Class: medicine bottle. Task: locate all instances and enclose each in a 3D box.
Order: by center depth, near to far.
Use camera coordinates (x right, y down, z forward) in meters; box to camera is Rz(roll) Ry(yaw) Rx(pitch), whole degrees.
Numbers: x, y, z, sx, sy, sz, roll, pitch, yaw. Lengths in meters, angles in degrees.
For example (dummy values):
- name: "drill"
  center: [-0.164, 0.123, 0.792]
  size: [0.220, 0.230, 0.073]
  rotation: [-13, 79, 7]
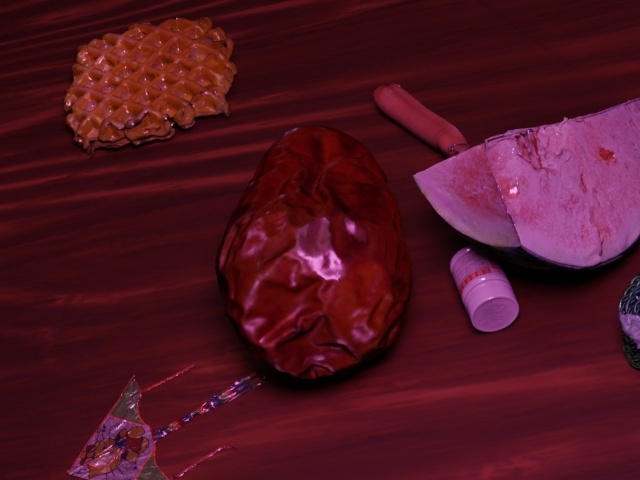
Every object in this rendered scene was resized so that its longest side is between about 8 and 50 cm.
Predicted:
- name: "medicine bottle"
  center: [0.180, 0.051, 1.713]
  size: [0.057, 0.057, 0.089]
  rotation: [-18, 44, 0]

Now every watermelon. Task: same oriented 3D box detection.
- name: "watermelon"
  center: [0.265, -0.073, 1.723]
  size: [0.305, 0.180, 0.224]
  rotation: [-21, 50, -39]

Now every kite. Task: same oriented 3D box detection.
- name: "kite"
  center: [-0.166, 0.207, 1.707]
  size: [0.244, 0.006, 0.198]
  rotation: [-25, 44, -7]

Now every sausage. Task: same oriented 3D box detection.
- name: "sausage"
  center: [0.126, -0.149, 1.936]
  size: [0.040, 0.047, 0.177]
  rotation: [-45, 47, -4]

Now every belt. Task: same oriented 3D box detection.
- name: "belt"
  center: [0.376, 0.073, 1.613]
  size: [0.151, 0.079, 0.121]
  rotation: [-36, 47, -17]

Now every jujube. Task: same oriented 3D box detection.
- name: "jujube"
  center: [0.000, 0.000, 1.738]
  size: [0.216, 0.216, 0.342]
  rotation: [-10, 32, 8]

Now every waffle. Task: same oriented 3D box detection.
- name: "waffle"
  center: [-0.235, -0.219, 2.124]
  size: [0.245, 0.052, 0.254]
  rotation: [-12, 43, 4]
